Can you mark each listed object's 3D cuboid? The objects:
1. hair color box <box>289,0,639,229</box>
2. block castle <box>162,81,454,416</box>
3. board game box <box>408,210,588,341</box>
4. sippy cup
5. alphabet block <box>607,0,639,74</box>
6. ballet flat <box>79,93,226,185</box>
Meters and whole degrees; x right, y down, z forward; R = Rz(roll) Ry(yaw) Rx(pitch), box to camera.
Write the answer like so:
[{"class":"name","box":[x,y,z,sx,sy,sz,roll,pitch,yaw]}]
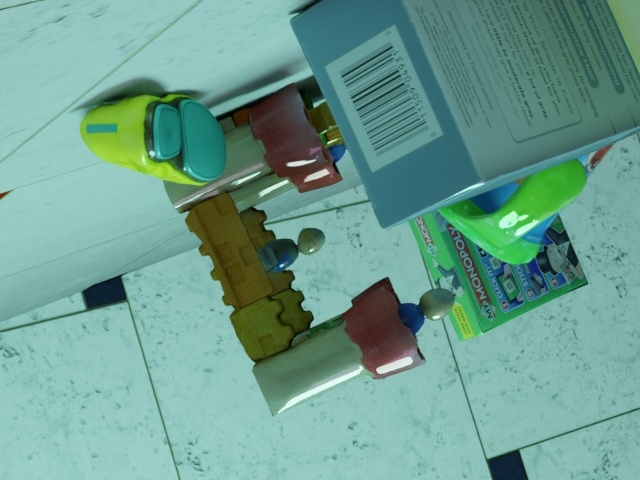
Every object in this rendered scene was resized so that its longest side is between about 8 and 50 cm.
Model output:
[{"class":"hair color box","box":[0.158,-0.148,1.365,0.114,0.185,0.374,-26,176,40]},{"class":"block castle","box":[0.000,0.000,1.710,0.213,0.303,0.453,-25,178,2]},{"class":"board game box","box":[0.190,-0.058,1.976,0.213,0.317,0.046,-20,177,-40]},{"class":"sippy cup","box":[0.220,-0.131,1.783,0.224,0.305,0.240,-45,148,16]},{"class":"alphabet block","box":[0.325,-0.222,1.211,0.192,0.197,0.193,-24,177,32]},{"class":"ballet flat","box":[-0.144,-0.088,1.373,0.077,0.077,0.231,-2,178,11]}]
